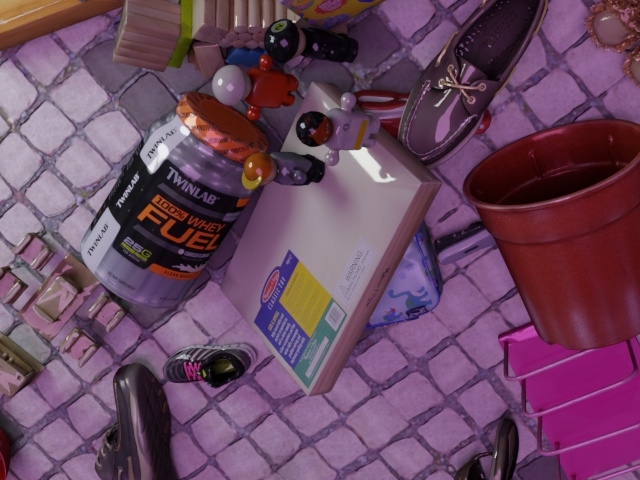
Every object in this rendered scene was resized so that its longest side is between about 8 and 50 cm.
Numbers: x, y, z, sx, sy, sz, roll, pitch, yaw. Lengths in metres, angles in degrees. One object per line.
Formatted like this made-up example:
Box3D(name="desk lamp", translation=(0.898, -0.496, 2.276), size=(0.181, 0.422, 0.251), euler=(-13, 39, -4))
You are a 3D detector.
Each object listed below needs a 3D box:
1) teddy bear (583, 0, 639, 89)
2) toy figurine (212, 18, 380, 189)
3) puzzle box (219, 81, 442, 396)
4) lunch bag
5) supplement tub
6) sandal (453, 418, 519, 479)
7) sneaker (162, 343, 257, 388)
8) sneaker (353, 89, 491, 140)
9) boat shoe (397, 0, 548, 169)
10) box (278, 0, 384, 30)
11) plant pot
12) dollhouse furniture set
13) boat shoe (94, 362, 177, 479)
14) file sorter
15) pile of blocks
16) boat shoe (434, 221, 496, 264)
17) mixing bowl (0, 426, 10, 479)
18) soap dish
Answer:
Box3D(name="teddy bear", translation=(0.539, -0.360, 1.482), size=(0.245, 0.113, 0.338), euler=(33, 118, 6))
Box3D(name="toy figurine", translation=(-0.040, -0.189, 1.493), size=(0.213, 0.148, 0.210), euler=(-26, 73, 44))
Box3D(name="puzzle box", translation=(0.000, 0.000, 1.607), size=(0.272, 0.052, 0.409), euler=(47, 124, 33))
Box3D(name="lunch bag", translation=(0.091, 0.029, 1.686), size=(0.176, 0.090, 0.219), euler=(-14, 104, 18))
Box3D(name="supplement tub", translation=(-0.226, -0.064, 1.655), size=(0.193, 0.193, 0.316), euler=(34, 110, -2))
Box3D(name="sandal", translation=(0.259, 0.436, 1.778), size=(0.086, 0.120, 0.303), euler=(24, 111, 16))
Box3D(name="sneaker", translation=(-0.198, 0.219, 1.804), size=(0.170, 0.075, 0.063), euler=(-8, 106, 13))
Box3D(name="sneaker", translation=(0.149, -0.162, 1.632), size=(0.221, 0.087, 0.128), euler=(8, 126, 7))
Box3D(name="boat shoe", translation=(0.218, -0.246, 1.513), size=(0.116, 0.097, 0.324), euler=(37, 89, 6))
Box3D(name="box", translation=(0.050, -0.487, 1.430), size=(0.290, 0.177, 0.279), euler=(-23, 79, 17))
Box3D(name="plant pot", translation=(0.378, -0.001, 1.547), size=(0.272, 0.272, 0.265), euler=(-16, 113, 15))
Box3D(name="dollhouse furniture set", translation=(-0.482, 0.137, 1.821), size=(0.212, 0.161, 0.242), euler=(40, 88, -4))
Box3D(name="boat shoe", translation=(-0.336, 0.389, 1.856), size=(0.130, 0.132, 0.355), euler=(-3, 106, 11))
Box3D(name="file sorter", translation=(0.432, 0.269, 1.652), size=(0.202, 0.182, 0.291), euler=(-25, 102, 17))
Box3D(name="pile of blocks", translation=(-0.141, -0.340, 1.612), size=(0.362, 0.149, 0.113), euler=(-2, 65, 1))
Box3D(name="boat shoe", translation=(0.246, -0.008, 1.669), size=(0.142, 0.049, 0.040), euler=(-25, 63, 11))
Box3D(name="mixing bowl", translation=(-0.641, 0.390, 1.927), size=(0.181, 0.098, 0.181), euler=(3, 108, 10))
Box3D(name="soap dish", translation=(-0.472, -0.427, 1.621), size=(0.291, 0.118, 0.229), euler=(-17, 104, 14))
